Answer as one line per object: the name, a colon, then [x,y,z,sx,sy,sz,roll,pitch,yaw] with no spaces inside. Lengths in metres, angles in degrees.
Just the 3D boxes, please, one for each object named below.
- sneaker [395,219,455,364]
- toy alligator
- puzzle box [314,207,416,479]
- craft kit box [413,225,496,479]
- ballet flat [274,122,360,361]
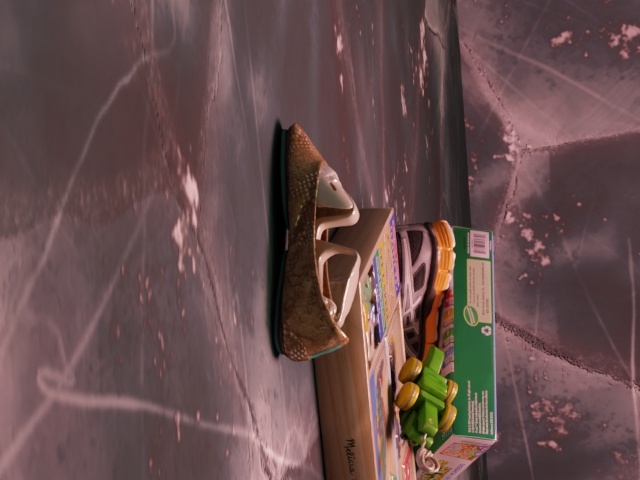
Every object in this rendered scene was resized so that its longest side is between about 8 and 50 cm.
sneaker: [0.087,0.075,1.801,0.084,0.083,0.215,-123,-140,-66]
toy alligator: [0.097,0.175,1.611,0.051,0.056,0.189,-51,-165,32]
puzzle box: [0.051,0.195,1.632,0.272,0.052,0.409,-62,148,-72]
craft kit box: [0.136,0.146,1.859,0.246,0.061,0.250,113,-19,-62]
ballet flat: [0.000,0.000,1.349,0.073,0.067,0.206,55,33,-70]
